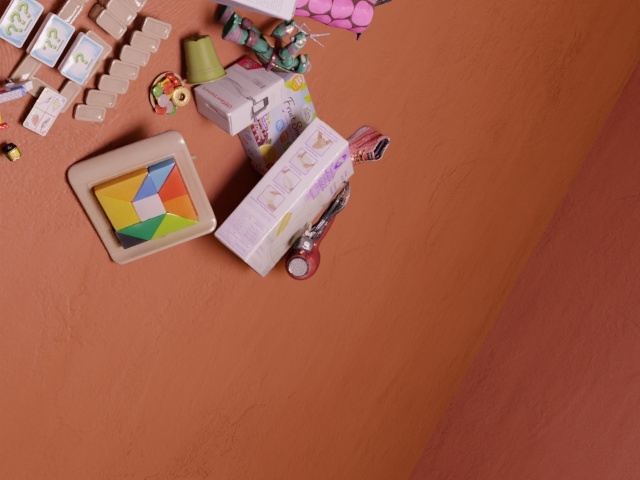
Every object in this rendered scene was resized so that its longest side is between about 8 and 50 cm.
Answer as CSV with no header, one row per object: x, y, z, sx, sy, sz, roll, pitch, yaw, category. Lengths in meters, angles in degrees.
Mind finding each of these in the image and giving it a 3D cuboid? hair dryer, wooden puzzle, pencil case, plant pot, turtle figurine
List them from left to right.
-0.331,-0.073,1.481,0.220,0.044,0.239,-20,131,-5,wooden puzzle
-0.227,-0.349,1.493,0.083,0.083,0.079,-30,121,-36,plant pot
-0.084,-0.389,1.535,0.234,0.175,0.118,18,105,-29,turtle figurine
0.000,0.000,1.868,0.224,0.080,0.293,-49,178,-25,hair dryer
0.005,-0.468,1.544,0.209,0.098,0.095,6,86,-36,pencil case

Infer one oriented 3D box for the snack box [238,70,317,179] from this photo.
-0.092,-0.253,1.712,0.174,0.070,0.207,-45,142,-22,snack box

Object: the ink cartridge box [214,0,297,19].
-0.254,-0.432,1.195,0.330,0.324,0.072,3,108,-52,ink cartridge box

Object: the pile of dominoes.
-0.394,-0.333,1.348,0.251,0.040,0.196,-53,144,0,pile of dominoes

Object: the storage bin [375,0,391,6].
0.092,-0.565,1.733,0.135,0.098,0.091,-30,122,-36,storage bin

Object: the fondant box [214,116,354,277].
-0.070,-0.086,1.711,0.330,0.096,0.238,-50,169,-5,fondant box

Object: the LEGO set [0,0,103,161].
-0.466,-0.245,1.249,0.244,0.060,0.182,-58,147,1,LEGO set

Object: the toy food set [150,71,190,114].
-0.292,-0.281,1.497,0.082,0.020,0.083,-46,141,-22,toy food set

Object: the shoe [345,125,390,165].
0.094,-0.217,1.950,0.178,0.081,0.064,-44,139,-24,shoe

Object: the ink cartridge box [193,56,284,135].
-0.163,-0.291,1.566,0.150,0.109,0.063,-39,152,-28,ink cartridge box

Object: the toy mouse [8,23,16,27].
-0.555,-0.318,1.147,0.143,0.031,0.161,-55,143,-11,toy mouse

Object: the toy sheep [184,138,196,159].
-0.296,-0.141,1.527,0.091,0.091,0.132,5,113,-51,toy sheep
